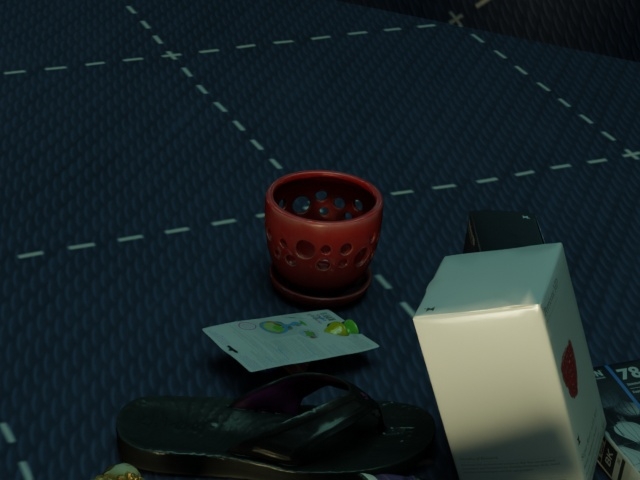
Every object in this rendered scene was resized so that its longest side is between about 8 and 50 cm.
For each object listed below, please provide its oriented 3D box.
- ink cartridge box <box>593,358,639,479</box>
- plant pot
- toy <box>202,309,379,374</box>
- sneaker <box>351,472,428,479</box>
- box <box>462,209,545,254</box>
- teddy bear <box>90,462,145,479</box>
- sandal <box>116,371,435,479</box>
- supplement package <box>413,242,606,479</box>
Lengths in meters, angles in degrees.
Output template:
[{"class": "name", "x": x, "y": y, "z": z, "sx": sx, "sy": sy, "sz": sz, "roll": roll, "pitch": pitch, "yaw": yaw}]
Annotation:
[{"class": "ink cartridge box", "x": 0.452, "y": 0.259, "z": 2.156, "sx": 0.165, "sy": 0.065, "sz": 0.333, "roll": -8, "pitch": 32, "yaw": -21}, {"class": "plant pot", "x": 0.000, "y": 0.000, "z": 2.413, "sx": 0.191, "sy": 0.174, "sz": 0.191, "roll": 5, "pitch": 31, "yaw": -3}, {"class": "toy", "x": -0.046, "y": 0.165, "z": 2.242, "sx": 0.237, "sy": 0.056, "sz": 0.137, "roll": -11, "pitch": 30, "yaw": -35}, {"class": "sneaker", "x": 0.143, "y": 0.380, "z": 1.858, "sx": 0.124, "sy": 0.107, "sz": 0.283, "roll": -1, "pitch": 30, "yaw": -23}, {"class": "box", "x": 0.276, "y": 0.078, "z": 2.291, "sx": 0.108, "sy": 0.207, "sz": 0.153, "roll": 3, "pitch": 30, "yaw": -5}, {"class": "teddy bear", "x": -0.142, "y": 0.336, "z": 1.765, "sx": 0.338, "sy": 0.113, "sz": 0.245, "roll": 7, "pitch": -15, "yaw": 8}, {"class": "sandal", "x": -0.055, "y": 0.250, "z": 2.040, "sx": 0.445, "sy": 0.107, "sz": 0.167, "roll": 1, "pitch": 30, "yaw": -8}, {"class": "supplement package", "x": 0.259, "y": 0.177, "z": 1.993, "sx": 0.175, "sy": 0.293, "sz": 0.177, "roll": -7, "pitch": 25, "yaw": 24}]
